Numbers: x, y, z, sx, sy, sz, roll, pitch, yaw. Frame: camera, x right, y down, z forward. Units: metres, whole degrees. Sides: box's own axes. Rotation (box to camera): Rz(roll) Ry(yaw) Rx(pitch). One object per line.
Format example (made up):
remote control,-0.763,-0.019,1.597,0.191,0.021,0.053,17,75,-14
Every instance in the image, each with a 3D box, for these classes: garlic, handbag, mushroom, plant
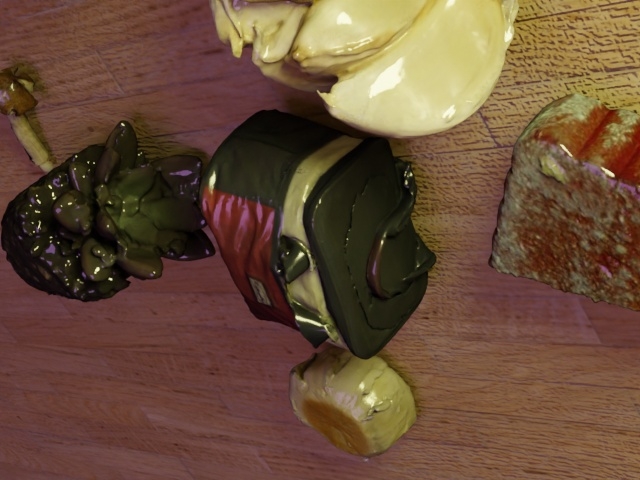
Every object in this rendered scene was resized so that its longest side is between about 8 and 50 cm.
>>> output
garlic,0.005,-0.205,1.055,0.281,0.203,0.184,51,165,-22
handbag,0.000,0.000,1.320,0.181,0.181,0.254,18,144,35
mushroom,-0.380,-0.155,1.657,0.060,0.061,0.187,42,162,25
plant,-0.265,-0.016,1.581,0.194,0.181,0.320,52,151,-16

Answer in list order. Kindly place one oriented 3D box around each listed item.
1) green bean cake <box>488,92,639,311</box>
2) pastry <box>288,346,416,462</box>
green bean cake,0.268,-0.011,1.100,0.232,0.097,0.198,26,143,22
pastry,0.040,0.202,1.602,0.166,0.088,0.166,27,144,22
